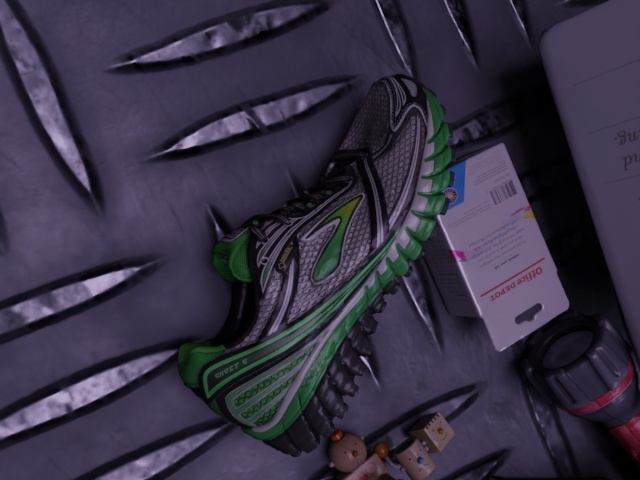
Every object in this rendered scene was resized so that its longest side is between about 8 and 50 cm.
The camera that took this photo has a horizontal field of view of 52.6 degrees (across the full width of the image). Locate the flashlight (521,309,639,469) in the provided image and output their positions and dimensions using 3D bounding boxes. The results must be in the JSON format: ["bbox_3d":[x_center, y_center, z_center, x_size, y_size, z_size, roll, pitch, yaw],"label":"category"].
[{"bbox_3d":[0.340,0.211,0.684,0.103,0.103,0.304,-45,101,-18],"label":"flashlight"}]

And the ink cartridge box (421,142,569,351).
[{"bbox_3d":[0.163,0.007,0.650,0.104,0.061,0.181,-26,96,-20],"label":"ink cartridge box"}]

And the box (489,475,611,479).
[{"bbox_3d":[0.253,0.329,0.650,0.156,0.093,0.158,7,86,-20],"label":"box"}]

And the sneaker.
[{"bbox_3d":[0.000,0.000,0.551,0.146,0.134,0.343,30,78,-16],"label":"sneaker"}]

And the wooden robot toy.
[{"bbox_3d":[0.044,0.203,0.593,0.173,0.076,0.079,-34,88,-19],"label":"wooden robot toy"}]

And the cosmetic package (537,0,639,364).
[{"bbox_3d":[0.473,-0.079,0.591,0.327,0.329,0.393,-21,93,-39],"label":"cosmetic package"}]
